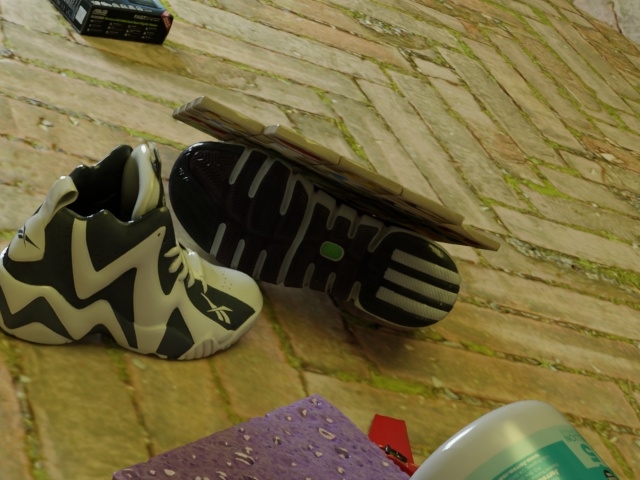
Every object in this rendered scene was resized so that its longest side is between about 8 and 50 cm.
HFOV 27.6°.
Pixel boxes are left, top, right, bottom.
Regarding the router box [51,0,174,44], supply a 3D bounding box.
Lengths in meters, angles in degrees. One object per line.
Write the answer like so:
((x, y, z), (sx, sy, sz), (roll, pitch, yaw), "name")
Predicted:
((-0.242, -0.269, 1.491), (0.122, 0.038, 0.092), (-1, 38, -46), "router box")

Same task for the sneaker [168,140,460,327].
((0.000, 0.000, 1.207), (0.281, 0.106, 0.162), (28, 5, 10), "sneaker")

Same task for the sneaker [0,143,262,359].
((-0.121, 0.002, 0.984), (0.235, 0.153, 0.094), (10, 33, -33), "sneaker")

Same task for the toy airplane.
((0.075, 0.183, 0.996), (0.151, 0.028, 0.151), (22, 28, -13), "toy airplane")

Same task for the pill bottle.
((0.174, 0.242, 0.844), (0.146, 0.146, 0.264), (-1, 43, -46), "pill bottle")

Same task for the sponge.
((-0.033, 0.174, 0.883), (0.117, 0.031, 0.210), (41, 33, 26), "sponge")

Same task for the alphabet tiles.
((0.004, -0.059, 1.196), (0.285, 0.011, 0.342), (26, -3, -12), "alphabet tiles")
